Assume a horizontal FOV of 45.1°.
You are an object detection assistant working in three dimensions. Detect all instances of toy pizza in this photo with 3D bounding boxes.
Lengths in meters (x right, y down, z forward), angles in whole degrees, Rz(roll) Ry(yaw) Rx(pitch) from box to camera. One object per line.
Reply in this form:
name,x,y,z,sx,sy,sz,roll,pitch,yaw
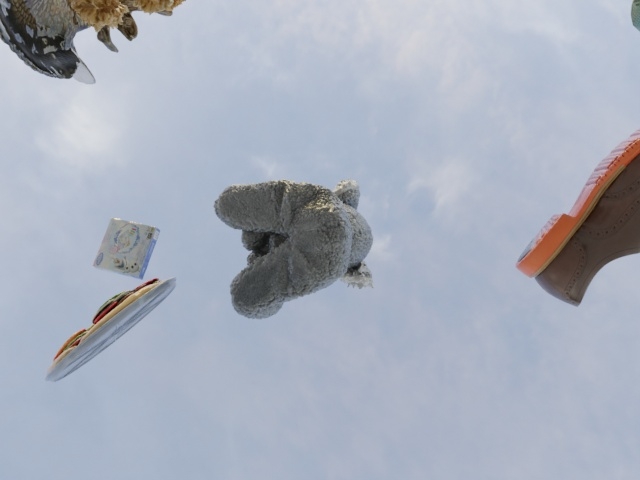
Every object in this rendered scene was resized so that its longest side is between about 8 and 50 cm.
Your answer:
toy pizza,-0.267,0.105,0.972,0.201,0.201,0.032,-39,-91,-10

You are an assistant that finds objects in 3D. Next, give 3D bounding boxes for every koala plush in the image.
koala plush,0.000,0.000,1.104,0.203,0.221,0.196,-13,-97,36

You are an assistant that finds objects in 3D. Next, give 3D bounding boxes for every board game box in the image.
board game box,-0.323,0.013,1.286,0.090,0.020,0.090,12,-106,17

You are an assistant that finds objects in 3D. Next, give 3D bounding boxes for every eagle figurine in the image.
eagle figurine,-0.396,-0.319,1.034,0.298,0.226,0.225,-31,-79,-50

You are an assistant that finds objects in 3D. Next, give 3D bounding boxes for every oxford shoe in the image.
oxford shoe,0.355,-0.042,0.907,0.098,0.097,0.271,41,-76,6

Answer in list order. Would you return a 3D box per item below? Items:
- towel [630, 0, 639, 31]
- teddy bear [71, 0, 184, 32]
towel,0.375,-0.107,0.344,0.271,0.370,0.040,-16,-65,-32
teddy bear,-0.204,-0.353,0.831,0.113,0.338,0.245,-7,-78,-38
